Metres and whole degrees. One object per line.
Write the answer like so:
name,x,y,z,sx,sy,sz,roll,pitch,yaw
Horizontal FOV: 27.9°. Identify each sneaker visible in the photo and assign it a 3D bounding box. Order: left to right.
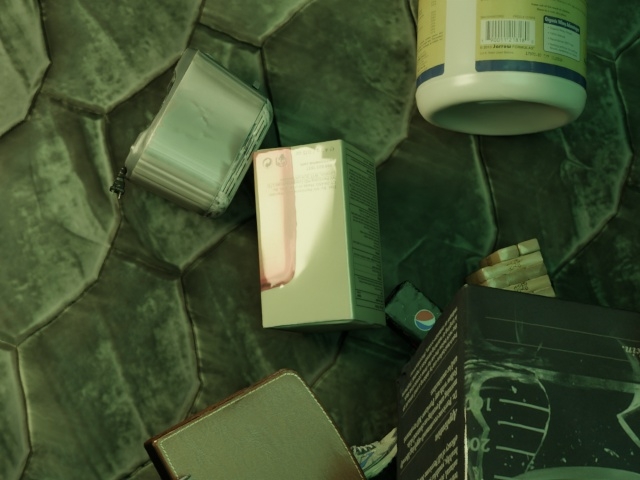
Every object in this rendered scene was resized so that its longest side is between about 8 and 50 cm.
sneaker,0.055,0.290,1.707,0.135,0.052,0.058,-43,86,-14

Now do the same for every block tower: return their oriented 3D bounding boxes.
block tower,0.293,0.175,1.746,0.091,0.097,0.336,-16,82,-12

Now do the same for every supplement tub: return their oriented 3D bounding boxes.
supplement tub,0.246,-0.318,1.746,0.228,0.228,0.316,4,81,-9

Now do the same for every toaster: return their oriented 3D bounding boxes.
toaster,-0.162,-0.129,1.697,0.146,0.129,0.227,28,76,-7

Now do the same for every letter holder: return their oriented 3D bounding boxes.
letter holder,-0.056,0.336,1.630,0.214,0.152,0.302,-28,87,-15

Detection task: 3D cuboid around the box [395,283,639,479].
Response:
box,0.341,0.347,1.456,0.479,0.297,0.472,9,59,-9

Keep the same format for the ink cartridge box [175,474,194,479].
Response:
ink cartridge box,-0.221,0.492,1.542,0.324,0.071,0.330,-27,88,19

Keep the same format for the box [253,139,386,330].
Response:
box,0.000,0.000,1.676,0.126,0.148,0.232,-6,81,19

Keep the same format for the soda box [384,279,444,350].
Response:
soda box,0.158,0.130,1.748,0.169,0.053,0.060,41,76,-2
